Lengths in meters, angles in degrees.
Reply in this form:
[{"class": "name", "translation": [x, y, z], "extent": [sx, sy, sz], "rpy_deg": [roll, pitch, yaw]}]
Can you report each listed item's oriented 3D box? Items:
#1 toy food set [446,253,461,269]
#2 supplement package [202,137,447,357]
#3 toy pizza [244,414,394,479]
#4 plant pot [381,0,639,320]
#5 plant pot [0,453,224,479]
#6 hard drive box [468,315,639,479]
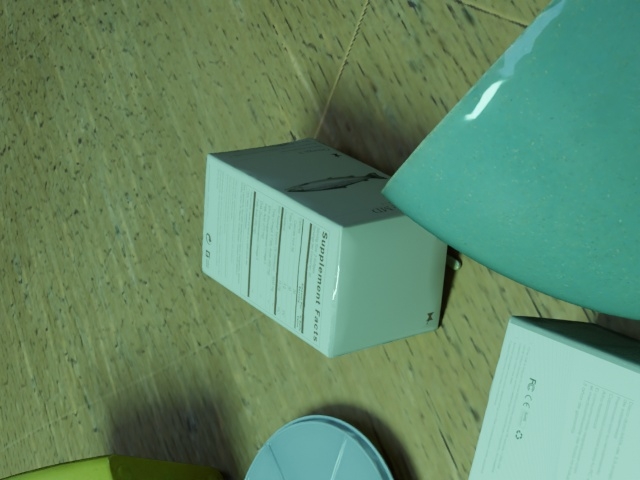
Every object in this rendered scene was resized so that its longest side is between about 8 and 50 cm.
[{"class": "toy food set", "translation": [0.102, -0.044, 1.032], "extent": [0.078, 0.019, 0.122], "rpy_deg": [40, 114, 45]}, {"class": "supplement package", "translation": [0.000, 0.000, 1.063], "extent": [0.179, 0.105, 0.105], "rpy_deg": [30, 122, 47]}, {"class": "toy pizza", "translation": [0.003, 0.238, 1.097], "extent": [0.201, 0.032, 0.201], "rpy_deg": [-9, 78, 47]}, {"class": "plant pot", "translation": [0.203, -0.066, 0.760], "extent": [0.195, 0.290, 0.290], "rpy_deg": [43, 124, 2]}, {"class": "plant pot", "translation": [-0.175, 0.290, 1.181], "extent": [0.187, 0.212, 0.212], "rpy_deg": [-34, 59, 26]}, {"class": "hard drive box", "translation": [0.201, 0.163, 0.833], "extent": [0.232, 0.089, 0.181], "rpy_deg": [22, 101, 49]}]
